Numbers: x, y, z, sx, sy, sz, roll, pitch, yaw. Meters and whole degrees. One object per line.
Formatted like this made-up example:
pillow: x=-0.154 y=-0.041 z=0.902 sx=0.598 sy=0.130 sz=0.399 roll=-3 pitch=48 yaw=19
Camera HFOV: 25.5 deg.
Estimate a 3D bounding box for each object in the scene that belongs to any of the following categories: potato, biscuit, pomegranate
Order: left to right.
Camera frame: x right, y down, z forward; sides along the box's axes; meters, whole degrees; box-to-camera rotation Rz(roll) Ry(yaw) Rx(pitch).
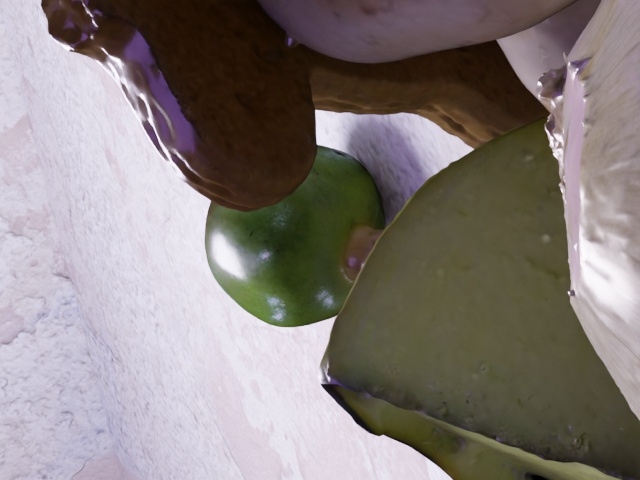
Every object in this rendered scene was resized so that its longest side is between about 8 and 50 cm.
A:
biscuit: x=-0.037 y=-0.198 z=0.926 sx=0.076 sy=0.394 sz=0.368 roll=-36 pitch=76 yaw=41
pomegranate: x=0.001 y=0.000 z=1.344 sx=0.225 sy=0.187 sz=0.187 roll=17 pitch=130 yaw=33
potato: x=0.212 y=0.079 z=0.860 sx=0.330 sy=0.212 sz=0.280 roll=15 pitch=161 yaw=22

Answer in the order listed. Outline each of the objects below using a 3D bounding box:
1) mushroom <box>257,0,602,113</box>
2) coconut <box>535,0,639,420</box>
mushroom: x=0.108 y=-0.200 z=0.805 sx=0.290 sy=0.292 sz=0.292 roll=39 pitch=180 yaw=-37
coconut: x=0.222 y=-0.023 z=0.576 sx=0.297 sy=0.255 sz=0.297 roll=-179 pitch=90 yaw=-85
